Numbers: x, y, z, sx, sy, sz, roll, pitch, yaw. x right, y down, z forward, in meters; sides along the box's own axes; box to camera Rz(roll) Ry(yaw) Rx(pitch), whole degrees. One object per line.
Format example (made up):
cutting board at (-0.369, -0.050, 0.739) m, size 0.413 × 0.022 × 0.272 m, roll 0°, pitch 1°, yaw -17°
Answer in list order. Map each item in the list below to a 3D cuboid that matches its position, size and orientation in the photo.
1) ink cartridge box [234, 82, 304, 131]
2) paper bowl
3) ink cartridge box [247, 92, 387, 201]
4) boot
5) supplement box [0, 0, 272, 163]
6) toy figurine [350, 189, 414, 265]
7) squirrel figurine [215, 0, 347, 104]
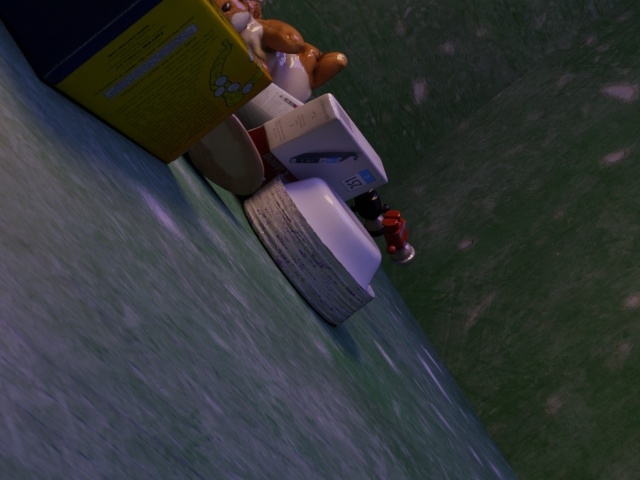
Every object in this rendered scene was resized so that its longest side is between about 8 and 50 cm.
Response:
ink cartridge box at (-0.121, -0.246, 2.042) m, size 0.330 × 0.071 × 0.324 m, roll 38°, pitch -11°, yaw 22°
paper bowl at (0.000, 0.000, 1.803) m, size 0.284 × 0.148 × 0.284 m, roll 51°, pitch 6°, yaw -8°
ink cartridge box at (-0.040, -0.138, 1.881) m, size 0.296 × 0.261 × 0.066 m, roll 42°, pitch 28°, yaw -61°
boot at (-0.203, -0.212, 1.665) m, size 0.295 × 0.104 × 0.211 m, roll 47°, pitch 7°, yaw -14°
supplement box at (-0.234, -0.270, 1.269) m, size 0.194 × 0.195 × 0.356 m, roll 54°, pitch 5°, yaw 17°
toy figurine at (0.089, -0.004, 2.291) m, size 0.213 × 0.209 × 0.148 m, roll 49°, pitch -15°, yaw 47°
squirrel figurine at (-0.195, -0.455, 2.314) m, size 0.370 × 0.281 × 0.397 m, roll 41°, pitch 0°, yaw -30°
